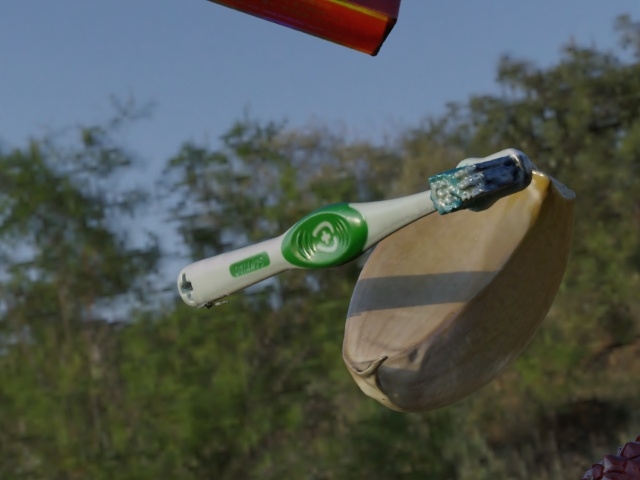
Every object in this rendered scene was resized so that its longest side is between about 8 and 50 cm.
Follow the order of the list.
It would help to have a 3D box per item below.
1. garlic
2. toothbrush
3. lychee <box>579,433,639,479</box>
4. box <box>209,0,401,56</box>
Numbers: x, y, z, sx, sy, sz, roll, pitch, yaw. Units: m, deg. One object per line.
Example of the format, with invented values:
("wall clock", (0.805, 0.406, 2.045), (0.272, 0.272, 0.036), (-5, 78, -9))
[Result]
("garlic", (0.101, 0.041, 1.231), (0.245, 0.145, 0.164), (-50, -9, -25))
("toothbrush", (0.004, -0.001, 1.050), (0.040, 0.042, 0.418), (-16, -2, -31))
("lychee", (0.279, 0.244, 1.038), (0.275, 0.276, 0.304), (-7, 30, -27))
("box", (-0.030, -0.197, 0.994), (0.175, 0.112, 0.048), (16, -29, -10))
